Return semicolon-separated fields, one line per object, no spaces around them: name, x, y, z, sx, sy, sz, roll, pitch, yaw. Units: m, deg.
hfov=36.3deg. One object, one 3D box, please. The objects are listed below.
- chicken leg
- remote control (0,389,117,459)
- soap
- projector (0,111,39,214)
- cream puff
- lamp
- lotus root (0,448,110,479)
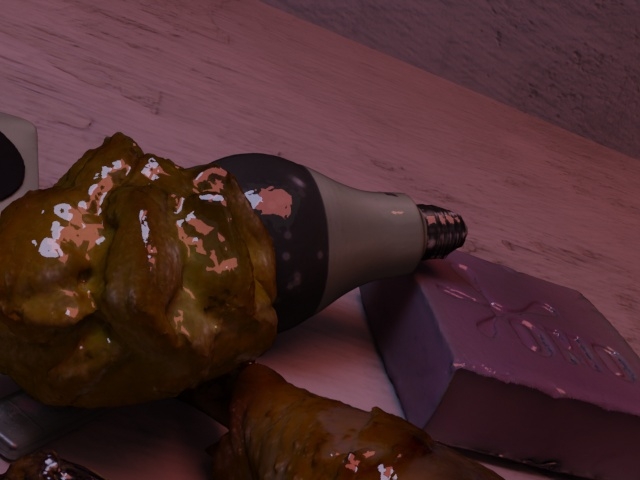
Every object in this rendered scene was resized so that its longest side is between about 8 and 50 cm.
chicken leg;0.035;0.199;0.728;0.295;0.182;0.409;16;8;-44
remote control;-0.207;0.128;0.747;0.053;0.018;0.124;35;25;17
soap;0.207;0.127;1.074;0.296;0.107;0.285;17;23;-22
projector;-0.389;-0.062;0.876;0.259;0.079;0.257;15;26;-25
cream puff;-0.145;0.030;0.748;0.244;0.196;0.244;-8;38;7
lamp;-0.014;-0.005;0.997;0.313;0.182;0.182;-10;41;-38
lotus root;-0.102;0.230;0.557;0.258;0.097;0.110;41;34;14
